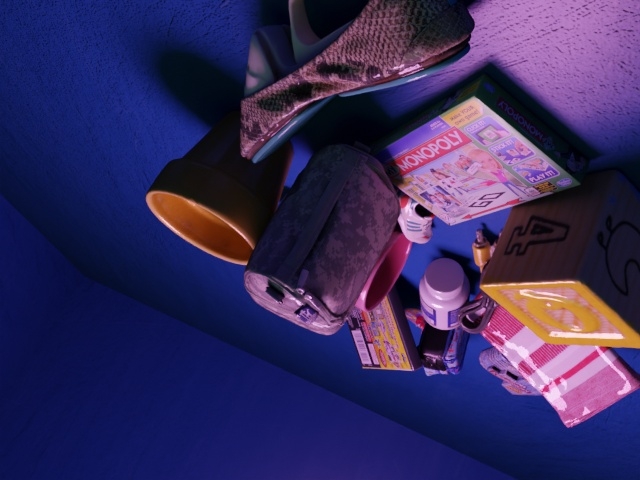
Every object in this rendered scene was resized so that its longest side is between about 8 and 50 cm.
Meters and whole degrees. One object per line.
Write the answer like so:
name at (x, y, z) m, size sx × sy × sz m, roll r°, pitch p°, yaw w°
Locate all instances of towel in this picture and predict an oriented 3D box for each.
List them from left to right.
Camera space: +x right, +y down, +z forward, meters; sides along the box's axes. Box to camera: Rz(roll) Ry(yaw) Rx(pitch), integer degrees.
towel at (0.449, 0.206, 1.301) m, size 0.329 × 0.037 × 0.237 m, roll 49°, pitch 147°, yaw 19°

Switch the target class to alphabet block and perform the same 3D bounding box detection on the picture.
alphabet block at (0.400, 0.034, 1.002) m, size 0.192 × 0.197 × 0.193 m, roll 36°, pitch 157°, yaw -21°

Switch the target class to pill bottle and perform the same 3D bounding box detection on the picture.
pill bottle at (0.279, 0.118, 1.453) m, size 0.112 × 0.112 × 0.187 m, roll 20°, pitch 157°, yaw 20°

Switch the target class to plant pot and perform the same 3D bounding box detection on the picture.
plant pot at (-0.179, -0.116, 1.293) m, size 0.254 × 0.239 × 0.254 m, roll 23°, pitch 158°, yaw 10°
plant pot at (0.073, 0.022, 1.380) m, size 0.180 × 0.201 × 0.201 m, roll 30°, pitch 160°, yaw 20°

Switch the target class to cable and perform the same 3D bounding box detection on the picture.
cable at (0.355, 0.099, 1.303) m, size 0.139 × 0.072 × 0.287 m, roll 26°, pitch 147°, yaw 23°

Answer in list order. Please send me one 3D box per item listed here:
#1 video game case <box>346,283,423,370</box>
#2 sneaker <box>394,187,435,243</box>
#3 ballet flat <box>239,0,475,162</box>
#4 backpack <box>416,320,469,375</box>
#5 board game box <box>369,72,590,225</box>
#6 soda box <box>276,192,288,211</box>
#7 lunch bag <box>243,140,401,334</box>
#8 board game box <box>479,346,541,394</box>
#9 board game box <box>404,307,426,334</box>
video game case at (0.143, 0.206, 1.702) m, size 0.248 × 0.035 × 0.275 m, roll -17°, pitch 92°, yaw 61°
sneaker at (0.196, -0.041, 1.264) m, size 0.075 × 0.057 × 0.161 m, roll 14°, pitch 153°, yaw 40°
ballet flat at (-0.001, -0.260, 0.921) m, size 0.482 × 0.164 × 0.182 m, roll -16°, pitch 111°, yaw 53°
backpack at (0.324, 0.280, 1.699) m, size 0.116 × 0.158 × 0.173 m, roll 7°, pitch 146°, yaw 26°
board game box at (0.232, -0.128, 1.044) m, size 0.213 × 0.046 × 0.317 m, roll 33°, pitch 158°, yaw -16°
soda box at (0.017, 0.004, 1.522) m, size 0.286 × 0.091 × 0.098 m, roll 30°, pitch 165°, yaw -6°
lunch bag at (0.000, 0.000, 1.143) m, size 0.212 × 0.305 × 0.256 m, roll 26°, pitch 164°, yaw 11°
board game box at (0.537, 0.367, 1.782) m, size 0.194 × 0.060 × 0.194 m, roll 28°, pitch 158°, yaw 0°
board game box at (0.302, 0.248, 1.829) m, size 0.168 × 0.033 × 0.133 m, roll 37°, pitch 157°, yaw -22°
